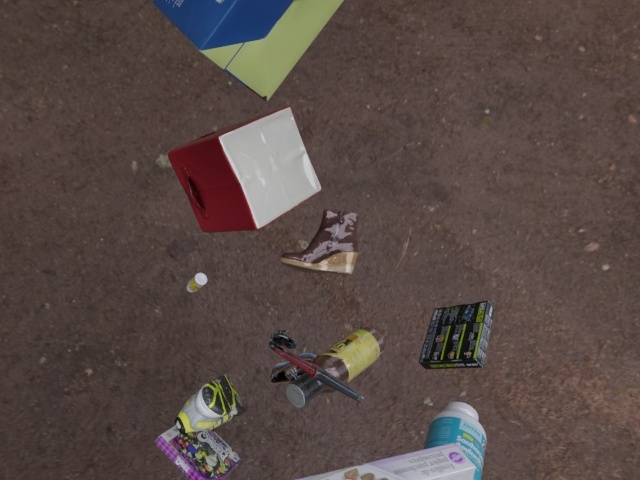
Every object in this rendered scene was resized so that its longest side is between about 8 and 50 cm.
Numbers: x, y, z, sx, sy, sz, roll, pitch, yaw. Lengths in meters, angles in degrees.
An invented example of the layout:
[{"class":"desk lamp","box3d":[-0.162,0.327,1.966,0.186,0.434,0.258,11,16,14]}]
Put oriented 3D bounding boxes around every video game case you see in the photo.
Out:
[{"class":"video game case","box3d":[-0.386,0.678,1.569,0.232,0.210,0.042,40,101,13]}]

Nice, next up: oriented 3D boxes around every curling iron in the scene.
[{"class":"curling iron","box3d":[-0.014,0.306,1.175,0.274,0.068,0.035,35,38,12]}]

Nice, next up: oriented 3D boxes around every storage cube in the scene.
[{"class":"storage cube","box3d":[-0.147,-0.138,0.968,0.215,0.193,0.183,-34,112,-37]}]

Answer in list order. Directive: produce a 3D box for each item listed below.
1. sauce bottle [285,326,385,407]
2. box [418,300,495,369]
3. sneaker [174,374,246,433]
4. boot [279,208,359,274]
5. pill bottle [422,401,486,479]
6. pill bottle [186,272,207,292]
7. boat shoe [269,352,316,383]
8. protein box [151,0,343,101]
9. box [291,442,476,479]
[{"class":"sauce bottle","box3d":[0.046,0.351,1.364,0.344,0.111,0.111,-21,64,-47]},{"class":"box","box3d":[0.377,0.263,1.350,0.045,0.184,0.190,46,50,-26]},{"class":"sneaker","box3d":[-0.348,0.526,1.554,0.147,0.384,0.145,-34,71,-4]},{"class":"boot","box3d":[0.000,0.000,1.572,0.249,0.090,0.206,6,75,-4]},{"class":"pill bottle","box3d":[0.330,0.529,1.213,0.146,0.146,0.264,26,35,10]},{"class":"pill bottle","box3d":[-0.409,0.141,1.606,0.043,0.083,0.043,22,50,-29]},{"class":"boat shoe","box3d":[-0.079,0.402,1.491,0.066,0.183,0.066,52,32,-13]},{"class":"protein box","box3d":[-0.108,-0.356,0.716,0.200,0.136,0.201,-50,52,11]},{"class":"box","box3d":[0.102,0.402,0.790,0.324,0.067,0.063,-2,20,-24]}]
